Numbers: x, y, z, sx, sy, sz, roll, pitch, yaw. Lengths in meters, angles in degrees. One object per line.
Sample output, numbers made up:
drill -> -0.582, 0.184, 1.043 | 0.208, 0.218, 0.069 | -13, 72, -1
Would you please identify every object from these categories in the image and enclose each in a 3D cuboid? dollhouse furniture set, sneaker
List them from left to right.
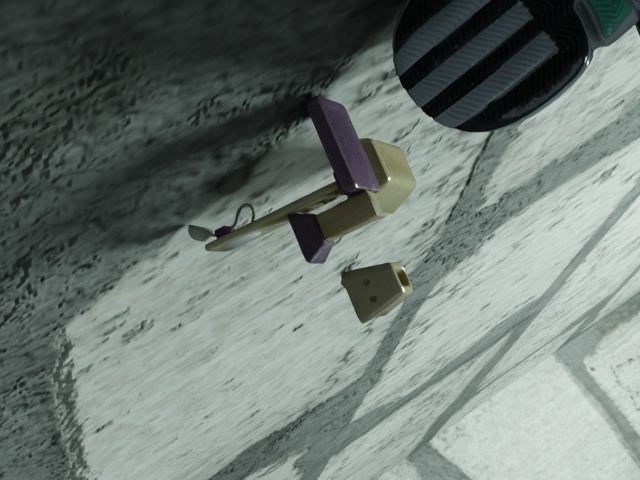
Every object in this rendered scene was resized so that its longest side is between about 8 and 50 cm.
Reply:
dollhouse furniture set -> 0.000, 0.000, 0.533 | 0.081, 0.091, 0.114 | -26, 171, 18
sneaker -> 0.119, -0.127, 0.456 | 0.223, 0.083, 0.098 | -34, -174, 4

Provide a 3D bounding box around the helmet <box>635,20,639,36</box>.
helmet -> 0.227, -0.122, 0.532 | 0.169, 0.169, 0.161 | -10, 132, -59
